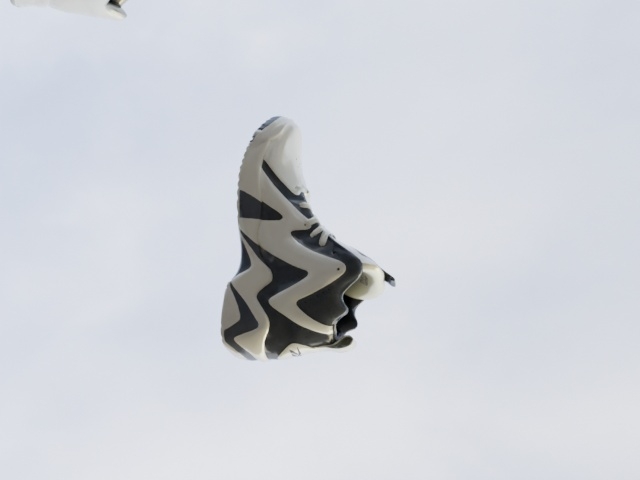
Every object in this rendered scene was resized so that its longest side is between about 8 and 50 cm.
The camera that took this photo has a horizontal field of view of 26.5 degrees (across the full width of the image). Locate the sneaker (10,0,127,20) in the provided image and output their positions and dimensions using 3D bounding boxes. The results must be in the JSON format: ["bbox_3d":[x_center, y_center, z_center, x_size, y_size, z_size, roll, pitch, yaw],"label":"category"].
[{"bbox_3d":[-0.206,-0.310,1.277,0.297,0.129,0.111,133,-31,-61],"label":"sneaker"}]

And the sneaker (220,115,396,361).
[{"bbox_3d":[0.000,0.000,1.264,0.153,0.094,0.235,4,-111,14],"label":"sneaker"}]
